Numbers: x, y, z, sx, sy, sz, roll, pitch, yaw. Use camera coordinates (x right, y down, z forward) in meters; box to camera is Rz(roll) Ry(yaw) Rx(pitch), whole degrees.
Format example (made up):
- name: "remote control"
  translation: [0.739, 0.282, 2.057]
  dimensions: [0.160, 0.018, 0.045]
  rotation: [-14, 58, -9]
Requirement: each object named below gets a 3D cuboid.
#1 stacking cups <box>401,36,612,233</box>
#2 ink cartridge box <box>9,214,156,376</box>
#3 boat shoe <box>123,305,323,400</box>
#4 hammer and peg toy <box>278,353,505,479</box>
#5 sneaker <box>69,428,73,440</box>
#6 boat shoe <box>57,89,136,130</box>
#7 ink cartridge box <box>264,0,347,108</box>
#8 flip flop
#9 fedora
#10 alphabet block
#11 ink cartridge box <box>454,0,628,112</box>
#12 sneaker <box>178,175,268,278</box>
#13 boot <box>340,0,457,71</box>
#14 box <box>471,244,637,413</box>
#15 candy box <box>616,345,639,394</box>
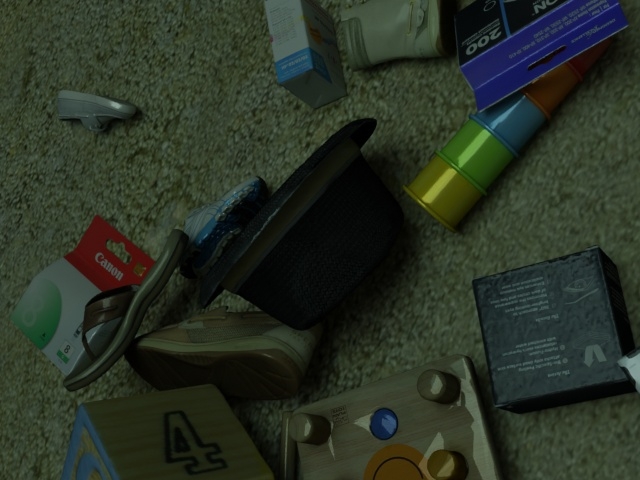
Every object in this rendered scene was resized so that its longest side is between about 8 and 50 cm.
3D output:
- name: "stacking cups"
  translation: [0.242, -0.153, 1.180]
  dimensions: [0.316, 0.096, 0.096]
  rotation: [-48, 58, 10]
- name: "ink cartridge box"
  translation: [-0.388, 0.086, 1.509]
  dimensions: [0.181, 0.056, 0.225]
  rotation: [34, 96, 33]
- name: "boat shoe"
  translation: [-0.141, 0.157, 1.318]
  dimensions: [0.341, 0.122, 0.110]
  rotation: [-3, 39, 38]
- name: "hammer and peg toy"
  translation: [0.049, 0.305, 1.141]
  dimensions: [0.361, 0.127, 0.266]
  rotation: [-22, 66, 24]
- name: "sneaker"
  translation: [-0.324, 0.376, 1.370]
  dimensions: [0.222, 0.083, 0.118]
  rotation: [42, 118, 45]
- name: "boat shoe"
  translation: [-0.389, -0.218, 1.593]
  dimensions: [0.184, 0.066, 0.063]
  rotation: [13, 97, 30]
- name: "ink cartridge box"
  translation: [-0.025, -0.300, 1.373]
  dimensions: [0.061, 0.104, 0.181]
  rotation: [-21, 67, 24]
- name: "flip flop"
  translation: [-0.289, 0.093, 1.336]
  dimensions: [0.277, 0.080, 0.112]
  rotation: [-56, 13, -1]
- name: "fedora"
  translation: [0.000, 0.000, 1.202]
  dimensions: [0.152, 0.334, 0.334]
  rotation: [41, 100, 1]
- name: "alphabet block"
  translation: [-0.204, 0.323, 1.196]
  dimensions: [0.193, 0.197, 0.192]
  rotation: [49, 129, 41]
- name: "ink cartridge box"
  translation: [0.267, -0.278, 1.167]
  dimensions: [0.206, 0.045, 0.208]
  rotation: [-30, 34, 25]
- name: "sneaker"
  translation: [-0.160, -0.036, 1.401]
  dimensions: [0.190, 0.071, 0.083]
  rotation: [-45, 53, 12]
- name: "boot"
  translation: [0.112, -0.351, 1.328]
  dimensions: [0.165, 0.077, 0.213]
  rotation: [-6, 74, 32]
- name: "box"
  translation: [0.276, 0.108, 1.085]
  dimensions: [0.156, 0.093, 0.158]
  rotation: [-17, 67, 26]
- name: "candy box"
  translation: [0.403, 0.194, 0.942]
  dimensions: [0.070, 0.165, 0.196]
  rotation: [-39, 60, 16]
